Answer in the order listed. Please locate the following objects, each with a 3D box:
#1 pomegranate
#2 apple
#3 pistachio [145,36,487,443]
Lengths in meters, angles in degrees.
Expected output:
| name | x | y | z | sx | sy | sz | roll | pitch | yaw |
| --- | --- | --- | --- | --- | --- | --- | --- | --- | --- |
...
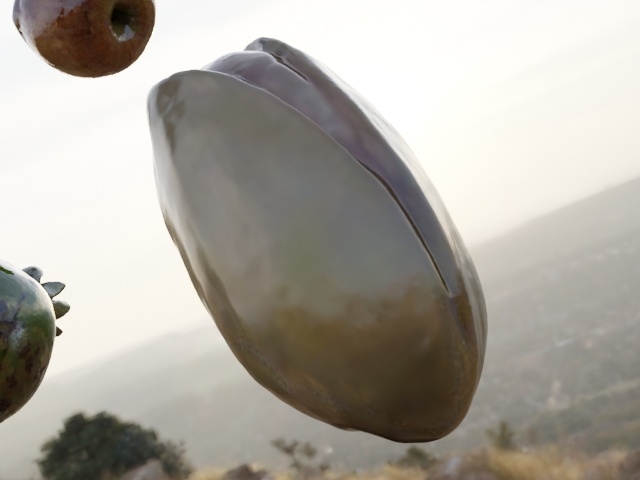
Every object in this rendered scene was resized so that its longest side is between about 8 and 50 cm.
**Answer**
| name | x | y | z | sx | sy | sz | roll | pitch | yaw |
| --- | --- | --- | --- | --- | --- | --- | --- | --- | --- |
| pomegranate | -0.424 | 0.108 | 1.499 | 0.242 | 0.242 | 0.306 | -23 | 10 | 46 |
| apple | -0.366 | -0.360 | 1.842 | 0.187 | 0.211 | 0.211 | 23 | 31 | 38 |
| pistachio | 0.000 | 0.000 | 0.735 | 0.162 | 0.293 | 0.181 | -17 | -27 | -28 |
